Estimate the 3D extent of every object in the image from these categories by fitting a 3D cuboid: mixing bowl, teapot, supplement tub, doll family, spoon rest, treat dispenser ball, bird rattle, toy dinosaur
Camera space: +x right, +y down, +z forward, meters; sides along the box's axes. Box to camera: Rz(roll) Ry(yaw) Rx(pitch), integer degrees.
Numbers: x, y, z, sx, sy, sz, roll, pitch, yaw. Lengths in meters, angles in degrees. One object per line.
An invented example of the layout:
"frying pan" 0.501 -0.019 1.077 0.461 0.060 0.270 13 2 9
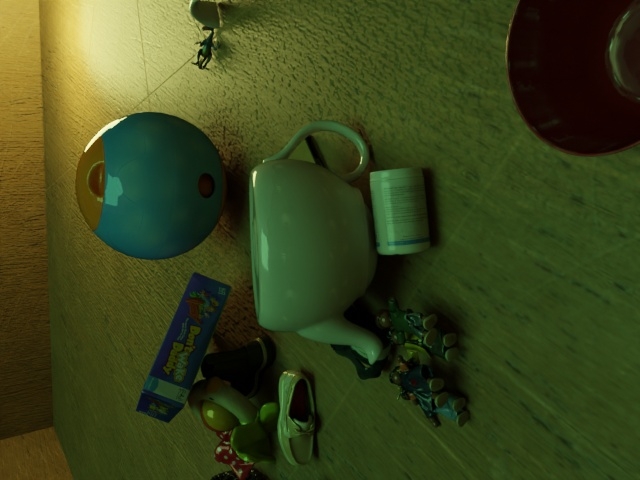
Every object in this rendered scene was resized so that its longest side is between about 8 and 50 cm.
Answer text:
"mixing bowl" 0.258 -0.164 0.552 0.181 0.098 0.181 20 114 54
"teapot" 0.000 0.000 0.907 0.252 0.187 0.256 -106 15 -55
"supplement tub" 0.102 -0.038 0.846 0.071 0.071 0.107 1 98 57
"doll family" 0.126 0.161 0.853 0.111 0.076 0.193 3 102 52
"spoon rest" -0.166 -0.460 1.153 0.276 0.084 0.137 -23 76 57
"treat dispenser ball" -0.326 -0.105 1.290 0.288 0.288 0.288 18 112 54
"bird rattle" -0.161 0.337 1.252 0.207 0.143 0.253 43 150 -5
"toy dinosaur" -0.233 -0.388 1.316 0.090 0.047 0.082 24 99 64

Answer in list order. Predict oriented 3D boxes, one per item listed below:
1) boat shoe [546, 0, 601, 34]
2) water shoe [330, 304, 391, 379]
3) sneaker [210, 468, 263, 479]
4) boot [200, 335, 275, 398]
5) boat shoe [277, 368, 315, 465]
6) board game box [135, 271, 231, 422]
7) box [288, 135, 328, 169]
"boat shoe" 0.239 -0.274 0.592 0.190 0.068 0.072 116 146 -41
"water shoe" 0.025 0.132 1.002 0.203 0.073 0.080 43 133 45
"sneaker" -0.138 0.546 1.307 0.286 0.109 0.130 10 100 57
"boot" -0.184 0.260 1.292 0.077 0.137 0.198 58 141 32
"boat shoe" -0.038 0.312 1.148 0.059 0.063 0.170 -6 91 63
"board game box" -0.279 0.225 1.311 0.347 0.078 0.233 131 161 -65
"box" -0.033 -0.051 1.097 0.201 0.021 0.164 -51 55 49
